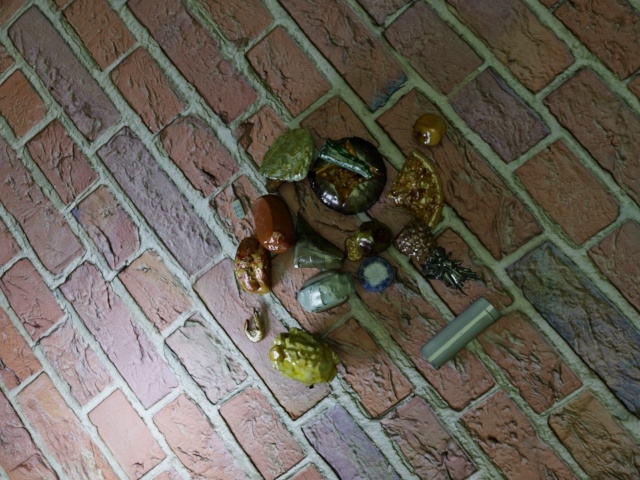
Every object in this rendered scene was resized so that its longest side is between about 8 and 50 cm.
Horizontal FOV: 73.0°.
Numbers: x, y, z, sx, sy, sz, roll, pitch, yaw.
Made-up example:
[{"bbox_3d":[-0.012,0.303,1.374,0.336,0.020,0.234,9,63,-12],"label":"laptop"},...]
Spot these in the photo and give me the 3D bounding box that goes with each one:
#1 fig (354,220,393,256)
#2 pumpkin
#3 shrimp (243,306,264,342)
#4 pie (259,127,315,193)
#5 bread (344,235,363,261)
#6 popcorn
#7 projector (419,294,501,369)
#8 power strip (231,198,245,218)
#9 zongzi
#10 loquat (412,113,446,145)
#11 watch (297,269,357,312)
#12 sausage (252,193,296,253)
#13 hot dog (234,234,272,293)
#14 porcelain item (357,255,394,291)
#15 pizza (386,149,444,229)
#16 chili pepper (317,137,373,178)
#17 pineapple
[{"bbox_3d":[0.209,-0.013,1.753,0.144,0.165,0.154,18,113,-23],"label":"fig"},{"bbox_3d":[0.118,-0.258,1.750,0.321,0.192,0.320,-1,86,10],"label":"pumpkin"},{"bbox_3d":[-0.293,0.368,1.890,0.095,0.045,0.162,-6,93,30],"label":"shrimp"},{"bbox_3d":[-0.140,-0.345,1.796,0.275,0.105,0.257,-21,60,31],"label":"pie"},{"bbox_3d":[0.143,0.036,1.815,0.083,0.044,0.110,-7,85,8],"label":"bread"},{"bbox_3d":[-0.061,0.469,1.744,0.287,0.252,0.215,27,80,4],"label":"popcorn"},{"bbox_3d":[0.552,0.366,1.710,0.337,0.108,0.108,-43,83,6],"label":"projector"},{"bbox_3d":[-0.364,-0.139,1.916,0.040,0.016,0.090,-22,86,9],"label":"power strip"},{"bbox_3d":[0.000,0.000,1.806,0.221,0.112,0.242,3,88,11],"label":"zongzi"},{"bbox_3d":[0.438,-0.446,1.744,0.137,0.113,0.137,0,90,32],"label":"loquat"},{"bbox_3d":[0.026,0.207,1.732,0.254,0.241,0.161,-25,87,8],"label":"watch"},{"bbox_3d":[-0.192,-0.074,1.796,0.153,0.141,0.267,-31,62,26],"label":"sausage"},{"bbox_3d":[-0.279,0.104,1.828,0.151,0.153,0.256,-4,88,10],"label":"hot dog"},{"bbox_3d":[0.225,0.136,1.764,0.147,0.114,0.147,0,89,8],"label":"porcelain item"},{"bbox_3d":[0.384,-0.199,1.761,0.226,0.086,0.335,-12,88,8],"label":"pizza"},{"bbox_3d":[0.102,-0.295,1.632,0.227,0.059,0.088,34,97,11],"label":"chili pepper"},{"bbox_3d":[0.454,0.080,1.710,0.364,0.165,0.165,44,96,5],"label":"pineapple"}]
